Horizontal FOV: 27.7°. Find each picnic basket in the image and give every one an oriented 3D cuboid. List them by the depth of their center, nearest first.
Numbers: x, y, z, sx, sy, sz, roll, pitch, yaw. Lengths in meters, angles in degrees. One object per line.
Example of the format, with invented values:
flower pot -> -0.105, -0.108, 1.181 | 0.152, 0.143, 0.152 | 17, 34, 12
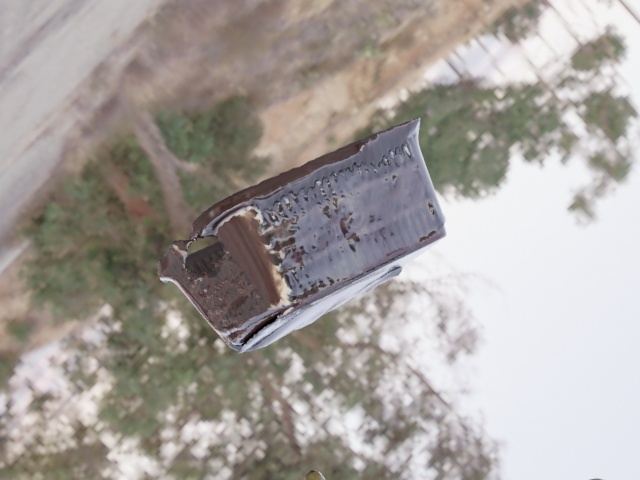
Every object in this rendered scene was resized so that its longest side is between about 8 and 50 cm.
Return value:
picnic basket -> 0.000, 0.000, 1.331 | 0.296, 0.129, 0.222 | -26, 171, -33

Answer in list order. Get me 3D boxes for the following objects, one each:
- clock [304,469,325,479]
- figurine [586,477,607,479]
clock -> 0.046, 0.328, 1.012 | 0.096, 0.235, 0.308 | -45, -144, 46
figurine -> 0.306, 0.276, 1.151 | 0.147, 0.197, 0.094 | -40, 141, -75
